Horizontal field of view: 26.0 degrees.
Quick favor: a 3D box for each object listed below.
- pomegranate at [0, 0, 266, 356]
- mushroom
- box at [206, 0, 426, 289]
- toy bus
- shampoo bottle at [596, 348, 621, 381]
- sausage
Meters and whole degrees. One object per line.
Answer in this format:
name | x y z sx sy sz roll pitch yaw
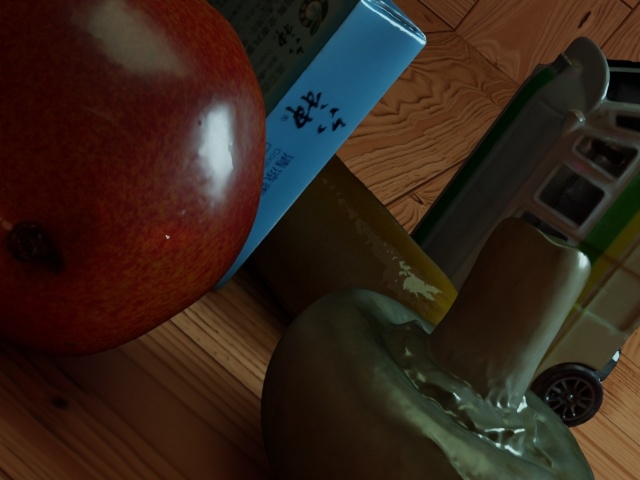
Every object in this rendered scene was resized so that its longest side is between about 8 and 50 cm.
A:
pomegranate | -0.139 -0.061 0.730 0.221 0.221 0.256 31 11 -22
mushroom | 0.079 0.087 0.777 0.207 0.215 0.207 30 13 -8
box | -0.057 -0.100 0.939 0.083 0.232 0.142 24 22 -49
toy bus | 0.180 -0.006 1.061 0.179 0.305 0.143 31 19 -15
shampoo bottle | 0.193 0.067 1.312 0.208 0.057 0.063 31 19 -25
sausage | -0.001 0.000 1.017 0.105 0.105 0.274 16 27 -51
